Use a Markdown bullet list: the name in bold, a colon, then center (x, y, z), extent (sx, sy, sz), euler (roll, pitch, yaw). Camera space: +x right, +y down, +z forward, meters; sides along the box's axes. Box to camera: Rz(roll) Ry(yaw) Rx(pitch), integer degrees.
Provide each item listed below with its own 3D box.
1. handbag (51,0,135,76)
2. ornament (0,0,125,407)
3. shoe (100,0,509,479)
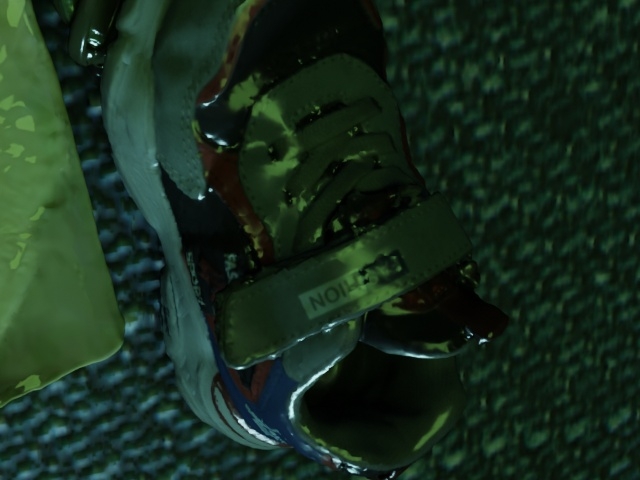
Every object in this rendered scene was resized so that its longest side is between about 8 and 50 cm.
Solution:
- **handbag**: center (-0.062, -0.107, 0.398), extent (0.072, 0.047, 0.111), euler (12, 103, -35)
- **ornament**: center (-0.139, 0.001, 0.397), extent (0.180, 0.059, 0.201), euler (25, 94, -31)
- **shoe**: center (0.001, 0.000, 0.403), extent (0.099, 0.125, 0.228), euler (-22, 127, -24)
